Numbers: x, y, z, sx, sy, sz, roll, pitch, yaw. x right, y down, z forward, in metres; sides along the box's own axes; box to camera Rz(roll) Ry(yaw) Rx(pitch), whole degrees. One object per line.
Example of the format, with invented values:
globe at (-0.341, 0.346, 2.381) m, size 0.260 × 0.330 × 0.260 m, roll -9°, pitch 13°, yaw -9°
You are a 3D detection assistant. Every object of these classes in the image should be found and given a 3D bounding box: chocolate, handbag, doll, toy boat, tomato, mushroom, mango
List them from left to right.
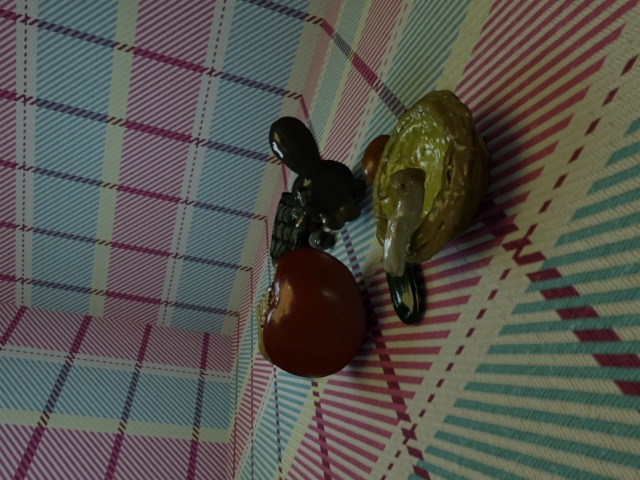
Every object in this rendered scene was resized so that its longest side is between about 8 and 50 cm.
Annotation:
handbag at (-0.112, -0.026, 2.008) m, size 0.327 × 0.162 × 0.326 m, roll -138°, pitch 58°, yaw -76°
tomato at (-0.012, 0.191, 1.305) m, size 0.341 × 0.272 × 0.342 m, roll -168°, pitch 90°, yaw -90°
doll at (-0.008, -0.218, 1.531) m, size 0.382 × 0.252 × 0.379 m, roll -124°, pitch 17°, yaw -74°
chocolate at (0.000, 0.000, 1.769) m, size 0.167 × 0.072 × 0.072 m, roll 178°, pitch 103°, yaw -77°
mango at (0.160, -0.230, 1.327) m, size 0.105 × 0.084 × 0.159 m, roll 140°, pitch 140°, yaw -58°
mushroom at (0.138, -0.026, 0.841) m, size 0.059 × 0.054 × 0.202 m, roll -123°, pitch 39°, yaw -63°
toy boat at (0.180, 0.091, 1.072) m, size 0.210 × 0.052 × 0.104 m, roll -96°, pitch 25°, yaw -45°

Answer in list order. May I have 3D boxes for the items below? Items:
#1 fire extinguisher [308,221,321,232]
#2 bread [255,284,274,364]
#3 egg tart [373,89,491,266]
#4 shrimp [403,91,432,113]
fire extinguisher at (0.004, -0.091, 1.810) m, size 0.078 × 0.045 × 0.157 m, roll -40°, pitch 7°, yaw 42°
bread at (-0.100, 0.304, 1.675) m, size 0.316 × 0.211 × 0.270 m, roll 116°, pitch 150°, yaw -54°
egg tart at (0.217, -0.109, 0.926) m, size 0.345 × 0.132 × 0.346 m, roll -168°, pitch 90°, yaw -74°
shrimp at (0.239, -0.305, 1.166) m, size 0.184 × 0.043 × 0.092 m, roll -145°, pitch 64°, yaw -73°
